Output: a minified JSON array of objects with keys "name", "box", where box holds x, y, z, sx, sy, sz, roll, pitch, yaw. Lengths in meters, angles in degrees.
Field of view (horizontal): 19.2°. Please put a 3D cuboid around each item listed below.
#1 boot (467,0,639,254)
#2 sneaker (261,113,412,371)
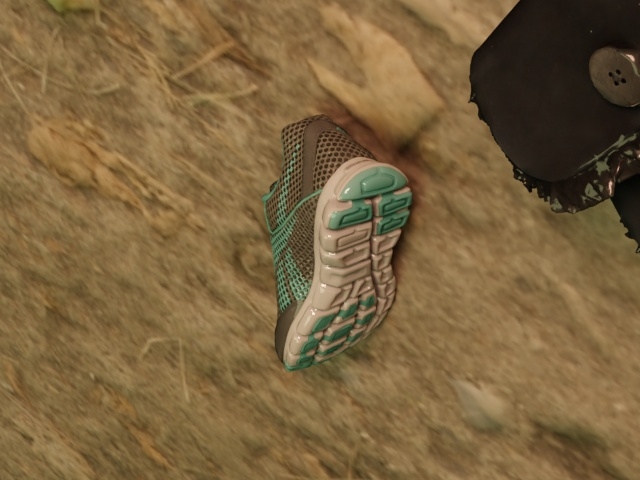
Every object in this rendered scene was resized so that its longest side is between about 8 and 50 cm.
[{"name":"boot","box":[0.102,-0.118,0.718,0.246,0.094,0.207,42,141,3]},{"name":"sneaker","box":[0.000,0.000,0.987,0.076,0.065,0.166,52,146,30]}]
